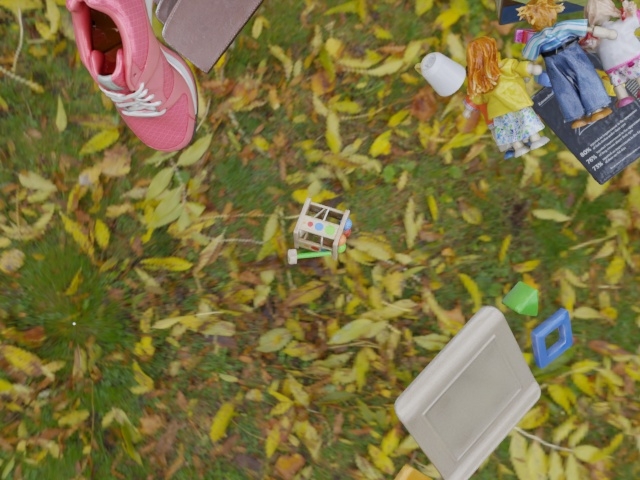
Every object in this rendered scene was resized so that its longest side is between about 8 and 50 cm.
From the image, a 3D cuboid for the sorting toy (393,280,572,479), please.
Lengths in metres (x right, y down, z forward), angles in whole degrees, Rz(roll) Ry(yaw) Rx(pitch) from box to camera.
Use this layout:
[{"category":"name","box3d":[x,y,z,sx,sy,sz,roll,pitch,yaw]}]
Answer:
[{"category":"sorting toy","box3d":[0.182,0.195,1.179,0.347,0.047,0.196,-45,131,-12]}]

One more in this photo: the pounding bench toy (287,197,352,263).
[{"category":"pounding bench toy","box3d":[0.000,0.000,1.193,0.065,0.052,0.083,18,68,7]}]

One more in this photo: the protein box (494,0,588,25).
[{"category":"protein box","box3d":[0.442,-0.565,1.871,0.200,0.136,0.201,-9,78,5]}]

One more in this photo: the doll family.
[{"category":"doll family","box3d":[0.271,-0.207,1.141,0.118,0.263,0.163,-31,95,-58]}]

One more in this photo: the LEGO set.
[{"category":"LEGO set","box3d":[0.406,-0.258,1.387,0.227,0.093,0.087,1,114,-5]}]

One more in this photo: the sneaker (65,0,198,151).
[{"category":"sneaker","box3d":[-0.241,-0.209,1.135,0.116,0.313,0.136,-2,47,13]}]

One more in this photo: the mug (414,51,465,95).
[{"category":"mug","box3d":[0.197,-0.285,1.594,0.064,0.078,0.062,30,51,-37]}]

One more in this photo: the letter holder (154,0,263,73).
[{"category":"letter holder","box3d":[-0.204,-0.518,1.808,0.214,0.152,0.302,37,116,-12]}]

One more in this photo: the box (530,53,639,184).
[{"category":"box","box3d":[0.500,-0.230,1.659,0.207,0.153,0.108,51,38,2]}]
